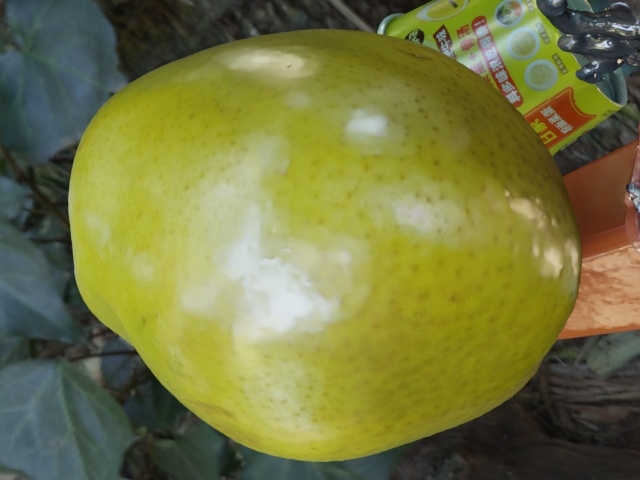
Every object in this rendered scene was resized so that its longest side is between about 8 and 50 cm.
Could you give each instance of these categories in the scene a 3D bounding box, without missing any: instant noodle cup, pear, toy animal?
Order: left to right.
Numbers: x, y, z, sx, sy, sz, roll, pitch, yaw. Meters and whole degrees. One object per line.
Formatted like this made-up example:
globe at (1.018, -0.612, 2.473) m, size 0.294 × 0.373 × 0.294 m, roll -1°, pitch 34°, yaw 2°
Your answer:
pear at (0.000, 0.000, 0.863) m, size 0.418 × 0.362 × 0.362 m, roll 13°, pitch 81°, yaw 13°
instant noodle cup at (0.250, -0.222, 1.393) m, size 0.221 × 0.311 × 0.311 m, roll -30°, pitch 60°, yaw 31°
toy animal at (0.215, -0.170, 0.661) m, size 0.233 × 0.148 × 0.084 m, roll 153°, pitch 125°, yaw -64°

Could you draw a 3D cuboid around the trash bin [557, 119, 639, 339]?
trash bin at (0.268, -0.003, 0.998) m, size 0.239 × 0.184 × 0.161 m, roll -20°, pitch 37°, yaw 43°
